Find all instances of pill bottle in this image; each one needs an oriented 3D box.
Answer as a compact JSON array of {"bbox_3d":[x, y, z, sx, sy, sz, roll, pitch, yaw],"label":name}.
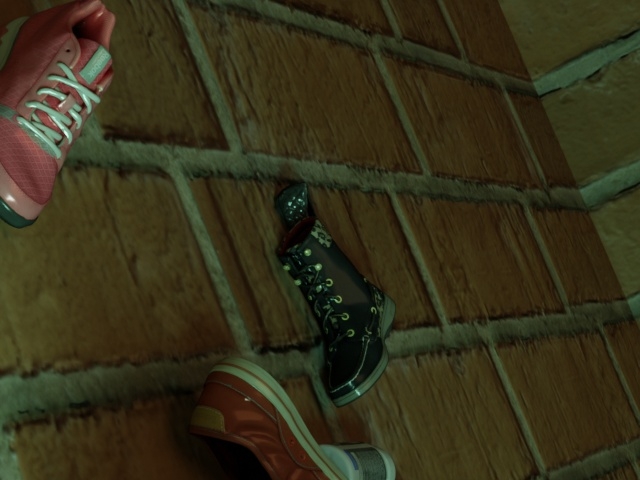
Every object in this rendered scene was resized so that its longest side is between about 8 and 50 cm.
[{"bbox_3d":[0.032,0.276,1.955,0.137,0.078,0.078,10,57,-63],"label":"pill bottle"}]

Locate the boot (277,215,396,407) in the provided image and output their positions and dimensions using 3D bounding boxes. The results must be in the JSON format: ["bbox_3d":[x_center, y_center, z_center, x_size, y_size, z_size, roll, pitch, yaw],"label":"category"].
[{"bbox_3d":[0.009,0.088,2.111,0.179,0.085,0.236,50,27,-18],"label":"boot"}]

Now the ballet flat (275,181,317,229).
[{"bbox_3d":[0.000,0.000,2.216,0.173,0.049,0.057,56,24,-19],"label":"ballet flat"}]

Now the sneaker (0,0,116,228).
[{"bbox_3d":[-0.275,-0.146,1.654,0.116,0.136,0.314,47,28,-33],"label":"sneaker"}]

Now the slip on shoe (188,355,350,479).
[{"bbox_3d":[-0.038,0.270,1.795,0.101,0.123,0.331,-53,125,-30],"label":"slip on shoe"}]
